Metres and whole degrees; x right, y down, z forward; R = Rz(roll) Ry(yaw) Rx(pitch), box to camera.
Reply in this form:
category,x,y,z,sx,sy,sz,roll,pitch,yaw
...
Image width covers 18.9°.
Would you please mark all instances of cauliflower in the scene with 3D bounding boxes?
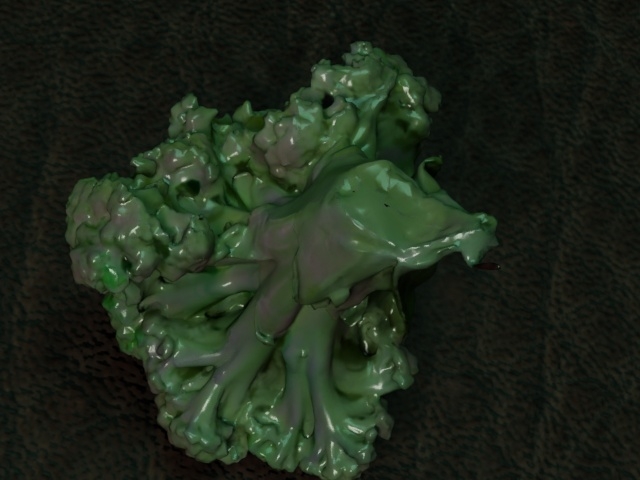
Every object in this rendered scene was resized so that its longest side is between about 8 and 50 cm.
category,x,y,z,sx,sy,sz,roll,pitch,yaw
cauliflower,0.000,0.000,1.102,0.239,0.315,0.256,47,66,-13
